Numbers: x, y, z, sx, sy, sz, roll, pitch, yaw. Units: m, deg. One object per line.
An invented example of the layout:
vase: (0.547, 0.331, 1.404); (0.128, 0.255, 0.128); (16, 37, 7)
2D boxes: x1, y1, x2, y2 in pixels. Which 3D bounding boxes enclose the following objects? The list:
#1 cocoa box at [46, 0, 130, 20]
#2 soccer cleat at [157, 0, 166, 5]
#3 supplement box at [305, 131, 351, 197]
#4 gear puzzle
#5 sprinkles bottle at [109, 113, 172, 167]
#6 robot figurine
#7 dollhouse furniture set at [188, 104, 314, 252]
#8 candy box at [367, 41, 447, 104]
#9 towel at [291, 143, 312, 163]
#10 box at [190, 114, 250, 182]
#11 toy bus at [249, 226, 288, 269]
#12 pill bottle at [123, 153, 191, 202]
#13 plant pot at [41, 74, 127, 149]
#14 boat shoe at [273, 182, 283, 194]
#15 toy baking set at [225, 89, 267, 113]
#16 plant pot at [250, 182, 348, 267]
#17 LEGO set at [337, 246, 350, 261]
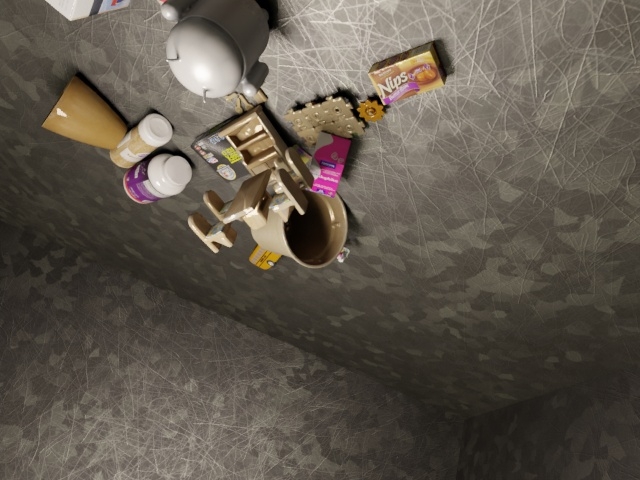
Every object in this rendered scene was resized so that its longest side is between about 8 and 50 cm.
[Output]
cocoa box: (-0.556, -0.749, 1.003); (0.231, 0.228, 0.347); (40, 129, -10)
soccer cleat: (-0.389, -0.665, 1.263); (0.248, 0.083, 0.095); (37, 174, -29)
supplement box: (0.024, -0.259, 1.499); (0.111, 0.114, 0.220); (16, 155, 0)
gear puzzle: (0.051, -0.399, 1.384); (0.338, 0.044, 0.175); (-5, 145, 37)
sprinkles bottle: (-0.751, -0.407, 1.791); (0.355, 0.121, 0.121); (-13, 132, 43)
robot figurine: (-0.265, -0.516, 1.126); (0.300, 0.354, 0.199); (38, 144, -22)
dollhouse furniture set: (-0.235, -0.223, 1.411); (0.362, 0.394, 0.256); (-22, 122, 26)
candy box: (0.237, -0.454, 1.184); (0.186, 0.053, 0.109); (-7, 137, 36)
towel: (-0.075, -0.320, 1.603); (0.083, 0.009, 0.060); (36, 146, -17)
box: (-0.348, -0.348, 1.683); (0.270, 0.060, 0.216); (-12, 132, 41)
toy bus: (-0.235, 0.028, 2.104); (0.130, 0.108, 0.333); (31, 147, -9)
pill bottle: (-0.713, -0.275, 1.899); (0.322, 0.182, 0.181); (-9, 135, 39)
plant pot: (-0.920, -0.483, 1.723); (0.237, 0.237, 0.254); (-15, 144, 44)
boat shoe: (-0.124, -0.226, 1.637); (0.059, 0.170, 0.063); (-27, 110, 26)
toy baking set: (-0.304, -0.518, 1.443); (0.256, 0.030, 0.197); (31, 146, -12)
plant pot: (-0.111, -0.063, 1.751); (0.305, 0.334, 0.334); (1, 142, 49)
LEGO set: (0.000, 0.000, 1.915); (0.286, 0.132, 0.107); (11, 137, 29)
